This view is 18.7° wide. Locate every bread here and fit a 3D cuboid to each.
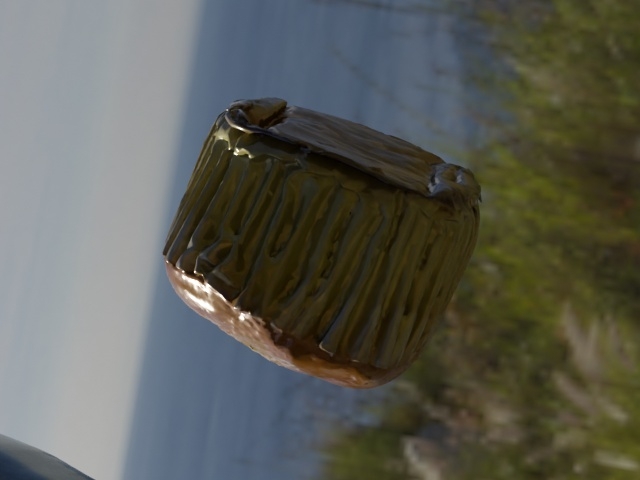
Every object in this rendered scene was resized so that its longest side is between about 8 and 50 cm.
[{"bbox_3d":[0.000,0.000,0.889,0.190,0.132,0.114,-21,-46,-84],"label":"bread"}]

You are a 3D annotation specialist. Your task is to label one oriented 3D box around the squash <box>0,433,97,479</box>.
[{"bbox_3d":[-0.109,0.088,0.582,0.318,0.080,0.071,-5,96,64],"label":"squash"}]
